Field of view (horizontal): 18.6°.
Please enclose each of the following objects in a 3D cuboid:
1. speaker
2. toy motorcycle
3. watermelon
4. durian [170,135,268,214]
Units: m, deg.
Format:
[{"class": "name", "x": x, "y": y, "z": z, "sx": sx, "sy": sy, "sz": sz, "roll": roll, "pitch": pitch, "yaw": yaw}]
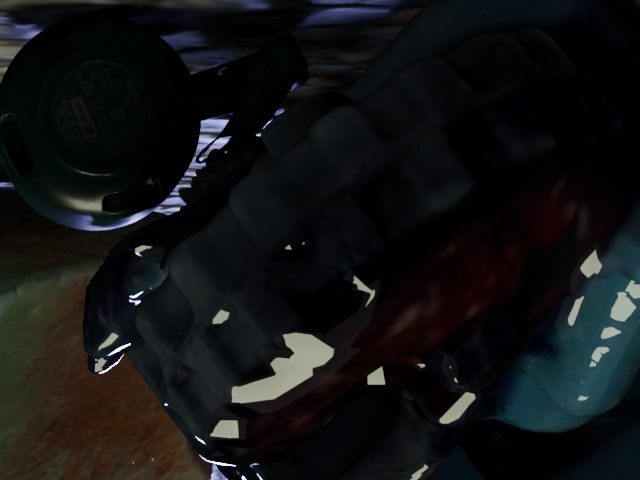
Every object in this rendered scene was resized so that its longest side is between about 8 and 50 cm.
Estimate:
[{"class": "speaker", "x": -0.050, "y": -0.034, "z": 0.593, "sx": 0.094, "sy": 0.060, "sz": 0.075, "roll": 0, "pitch": 177, "yaw": -8}, {"class": "toy motorcycle", "x": 0.053, "y": 0.018, "z": 0.604, "sx": 0.232, "sy": 0.172, "sz": 0.416, "roll": -34, "pitch": 163, "yaw": -11}, {"class": "watermelon", "x": -0.173, "y": 0.086, "z": 1.047, "sx": 0.302, "sy": 0.264, "sz": 0.151, "roll": -11, "pitch": -142, "yaw": -25}, {"class": "durian", "x": 0.000, "y": 0.000, "z": 0.819, "sx": 0.148, "sy": 0.091, "sz": 0.188, "roll": 2, "pitch": 153, "yaw": -10}]
